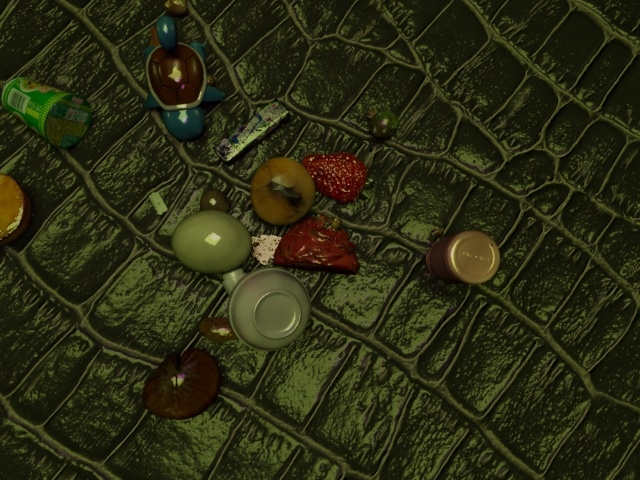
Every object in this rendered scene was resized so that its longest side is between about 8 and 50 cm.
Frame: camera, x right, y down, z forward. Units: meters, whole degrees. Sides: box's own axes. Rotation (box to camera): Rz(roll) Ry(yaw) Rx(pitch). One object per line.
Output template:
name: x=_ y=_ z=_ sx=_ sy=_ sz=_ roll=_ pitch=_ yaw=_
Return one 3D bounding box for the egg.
egg: x=-0.366 y=0.005 z=1.585 sx=0.270 sy=0.219 sz=0.218 roll=1 pitch=80 yaw=-6

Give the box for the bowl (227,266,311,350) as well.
bowl: x=-0.157 y=0.233 z=1.553 sx=0.287 sy=0.144 sz=0.286 roll=0 pitch=90 yaw=-18

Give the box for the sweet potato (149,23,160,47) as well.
sweet potato: x=-0.598 y=-0.709 z=1.762 sx=0.097 sy=0.097 sz=0.251 roll=4 pitch=88 yaw=-2

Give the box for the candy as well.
candy: x=-0.251 y=-0.401 z=1.740 sx=0.312 sy=0.061 sz=0.088 roll=-41 pitch=82 yaw=-9

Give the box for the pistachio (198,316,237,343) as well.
pistachio: x=-0.338 y=0.311 z=1.618 sx=0.173 sy=0.049 sz=0.089 roll=4 pitch=81 yaw=-2

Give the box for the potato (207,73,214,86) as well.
potato: x=-0.443 y=-0.605 z=1.776 sx=0.084 sy=0.040 sz=0.051 roll=3 pitch=71 yaw=-4

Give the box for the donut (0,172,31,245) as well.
donut: x=-1.148 y=-0.098 z=1.619 sx=0.303 sy=0.110 sz=0.302 roll=0 pitch=79 yaw=-1

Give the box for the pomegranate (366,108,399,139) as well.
pomegranate: x=0.226 y=-0.442 z=1.755 sx=0.115 sy=0.114 sz=0.142 roll=-34 pitch=59 yaw=-8

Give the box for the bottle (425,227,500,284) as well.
bottle: x=0.456 y=0.047 z=1.582 sx=0.173 sy=0.297 sz=0.206 roll=-19 pitch=86 yaw=-6

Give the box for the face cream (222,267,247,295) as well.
face cream: x=-0.291 y=0.149 z=1.629 sx=0.091 sy=0.091 sz=0.094 roll=-20 pitch=91 yaw=-6

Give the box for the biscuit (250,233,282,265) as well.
biscuit: x=-0.191 y=0.025 z=1.690 sx=0.130 sy=0.019 sz=0.119 roll=-25 pitch=82 yaw=-7

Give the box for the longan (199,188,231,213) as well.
longan: x=-0.372 y=-0.132 z=1.671 sx=0.114 sy=0.092 sz=0.113 roll=4 pitch=69 yaw=-10

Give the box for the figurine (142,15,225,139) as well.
figurine: x=-0.495 y=-0.578 z=1.664 sx=0.298 sy=0.243 sz=0.415 roll=-10 pitch=123 yaw=-13

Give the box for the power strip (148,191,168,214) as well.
power strip: x=-0.585 y=-0.134 z=1.699 sx=0.040 sy=0.016 sz=0.090 roll=-30 pitch=82 yaw=-7

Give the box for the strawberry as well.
strawberry: x=0.064 y=-0.242 z=1.706 sx=0.287 sy=0.106 sz=0.188 roll=16 pitch=78 yaw=0

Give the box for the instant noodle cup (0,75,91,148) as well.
instant noodle cup: x=-0.978 y=-0.462 z=1.655 sx=0.233 sy=0.207 sz=0.206 roll=27 pitch=80 yaw=8

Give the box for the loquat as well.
loquat: x=-0.129 y=-0.167 z=1.623 sx=0.235 sy=0.235 sz=0.234 roll=0 pitch=80 yaw=-3

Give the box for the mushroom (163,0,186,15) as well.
mushroom: x=-0.562 y=-0.973 z=1.823 sx=0.085 sy=0.071 sz=0.208 roll=-11 pitch=76 yaw=28

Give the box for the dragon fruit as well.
dragon fruit: x=0.000 y=0.000 z=1.631 sx=0.317 sy=0.152 sz=0.204 roll=6 pitch=77 yaw=-6

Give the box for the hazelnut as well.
hazelnut: x=-0.447 y=0.465 z=1.508 sx=0.252 sy=0.217 sz=0.217 roll=-25 pitch=82 yaw=-8
